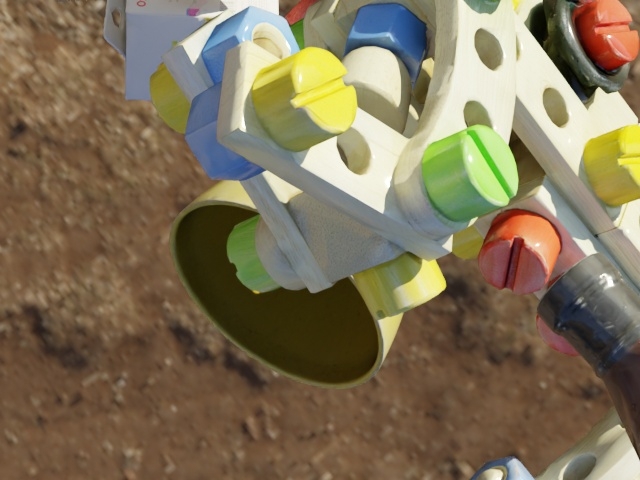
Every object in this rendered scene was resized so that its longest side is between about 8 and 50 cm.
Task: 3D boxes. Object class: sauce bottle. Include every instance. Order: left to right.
[{"bbox_3d":[0.112,0.057,0.457,0.042,0.128,0.042,-34,157,-16],"label":"sauce bottle"}]

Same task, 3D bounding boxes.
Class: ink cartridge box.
[{"bbox_3d":[-0.109,-0.176,1.387,0.143,0.092,0.090,3,130,-4],"label":"ink cartridge box"}]

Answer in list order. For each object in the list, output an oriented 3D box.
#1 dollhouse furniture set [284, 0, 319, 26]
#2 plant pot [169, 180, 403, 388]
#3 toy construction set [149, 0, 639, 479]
[{"bbox_3d":[-0.046,-0.311,1.348,0.152,0.201,0.374,-39,141,17],"label":"dollhouse furniture set"},{"bbox_3d":[0.000,0.000,0.898,0.095,0.134,0.134,-51,136,-33],"label":"plant pot"},{"bbox_3d":[0.075,0.014,0.651,0.328,0.151,0.215,62,37,-29],"label":"toy construction set"}]
